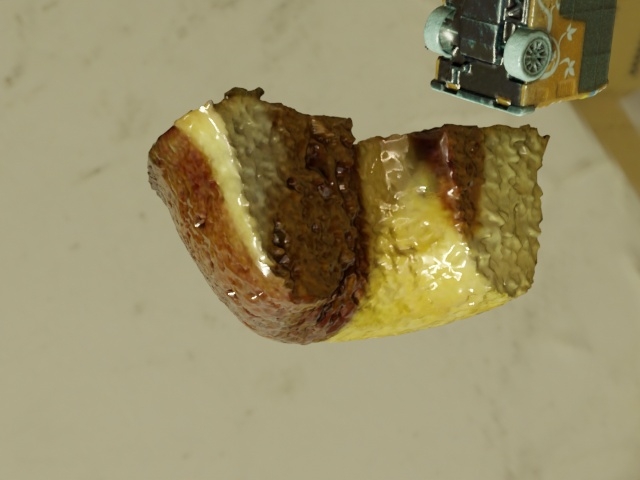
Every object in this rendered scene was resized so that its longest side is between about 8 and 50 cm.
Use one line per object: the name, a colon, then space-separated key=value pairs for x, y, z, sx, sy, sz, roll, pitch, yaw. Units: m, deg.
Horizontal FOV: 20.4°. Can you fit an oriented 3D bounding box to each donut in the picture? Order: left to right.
donut: x=0.000 y=0.000 z=0.979 sx=0.295 sy=0.151 sz=0.112 roll=4 pitch=-113 yaw=-50

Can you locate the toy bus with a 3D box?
toy bus: x=0.209 y=-0.277 z=1.751 sx=0.138 sy=0.167 sz=0.275 roll=22 pitch=117 yaw=43
